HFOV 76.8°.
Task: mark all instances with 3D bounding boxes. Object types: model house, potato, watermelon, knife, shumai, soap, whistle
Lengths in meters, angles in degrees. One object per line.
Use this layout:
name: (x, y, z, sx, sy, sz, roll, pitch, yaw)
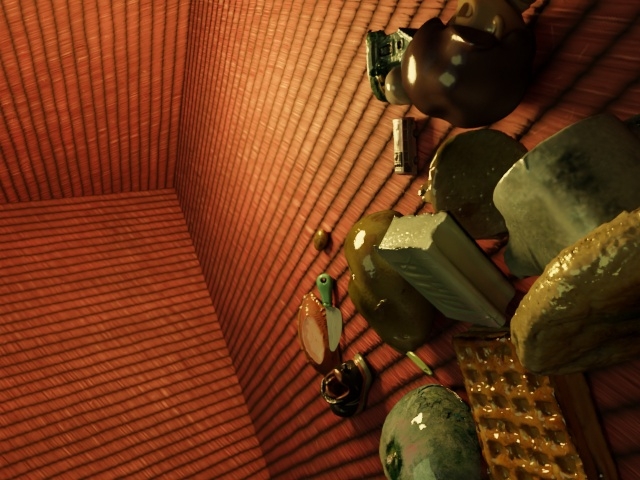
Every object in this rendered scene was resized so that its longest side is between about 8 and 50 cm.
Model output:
model house: (0.185, -0.368, 0.825, 0.149, 0.120, 0.148, 8, 106, 51)
potato: (0.000, 0.000, 1.320, 0.051, 0.040, 0.083, 51, 141, 32)
watermelon: (0.221, 0.437, 0.903, 0.322, 0.175, 0.188, -170, 75, -71)
knife: (0.222, 0.283, 1.062, 0.207, 0.014, 0.030, 38, 132, 50)
shumai: (0.281, -0.097, 0.735, 0.120, 0.202, 0.201, -43, -53, -78)
knife: (0.038, 0.236, 1.331, 0.034, 0.063, 0.260, -21, -80, -77)
potato: (0.168, 0.102, 0.919, 0.218, 0.203, 0.350, 14, 121, 65)
soap: (0.229, 0.056, 0.741, 0.150, 0.261, 0.094, -6, 50, 56)
whistle: (0.413, -0.077, 0.506, 0.405, 0.188, 0.168, -35, 59, 22)

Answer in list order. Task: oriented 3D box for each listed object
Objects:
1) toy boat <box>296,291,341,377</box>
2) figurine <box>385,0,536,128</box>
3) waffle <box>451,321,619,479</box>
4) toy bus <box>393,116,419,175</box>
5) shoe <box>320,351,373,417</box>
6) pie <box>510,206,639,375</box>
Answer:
toy boat: (-0.009, 0.334, 1.398, 0.141, 0.099, 0.317, -21, 78, 18)
figurine: (0.252, -0.345, 0.602, 0.218, 0.207, 0.364, -97, 18, -52)
waffle: (0.376, 0.303, 0.732, 0.213, 0.091, 0.307, -25, 79, 59)
toy bus: (0.192, -0.212, 0.913, 0.037, 0.052, 0.130, 14, 111, 55)
shoe: (0.068, 0.474, 1.262, 0.114, 0.137, 0.290, 51, 141, 40)
pie: (0.363, 0.062, 0.434, 0.337, 0.338, 0.075, 114, 155, -45)
